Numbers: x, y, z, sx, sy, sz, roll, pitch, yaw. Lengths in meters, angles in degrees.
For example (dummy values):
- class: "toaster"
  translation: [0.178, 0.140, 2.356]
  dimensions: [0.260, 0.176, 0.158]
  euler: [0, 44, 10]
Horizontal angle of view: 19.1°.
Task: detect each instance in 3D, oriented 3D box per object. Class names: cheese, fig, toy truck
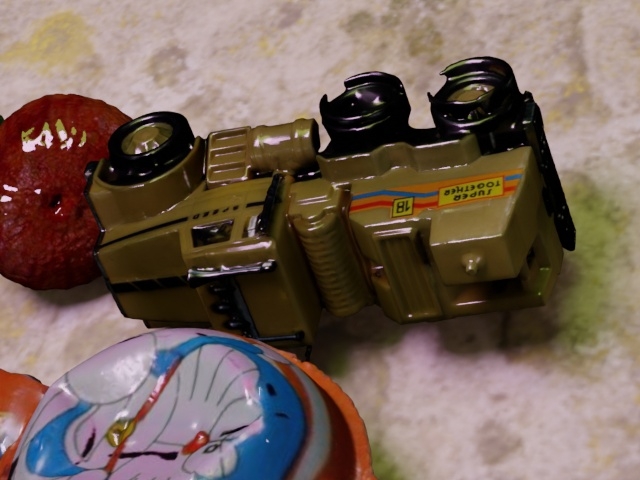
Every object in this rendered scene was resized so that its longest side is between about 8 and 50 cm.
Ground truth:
- class: "cheese"
  translation: [-0.111, 0.125, 0.955]
  dimensions: [0.329, 0.129, 0.217]
  euler: [11, 52, 32]
- class: "fig"
  translation: [-0.157, -0.048, 1.138]
  dimensions: [0.119, 0.119, 0.153]
  euler: [-20, 46, 4]
- class: "toy truck"
  translation: [-0.001, -0.003, 1.016]
  dimensions: [0.257, 0.127, 0.127]
  euler: [-5, 39, 21]

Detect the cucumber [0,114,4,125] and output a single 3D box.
- class: "cucumber"
  translation: [-0.286, -0.002, 1.178]
  dimensions: [0.241, 0.074, 0.074]
  euler: [-43, 48, -18]
